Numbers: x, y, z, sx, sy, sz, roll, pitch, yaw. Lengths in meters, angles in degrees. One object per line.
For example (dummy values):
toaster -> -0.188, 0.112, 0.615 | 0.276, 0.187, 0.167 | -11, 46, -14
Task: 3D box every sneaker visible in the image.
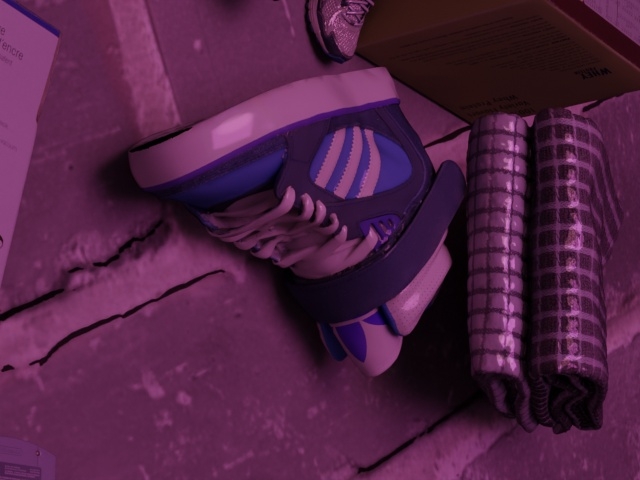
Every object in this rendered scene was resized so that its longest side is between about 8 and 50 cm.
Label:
sneaker -> 0.000, 0.000, 1.418 | 0.323, 0.130, 0.236 | -21, 93, -58
sneaker -> 0.027, -0.218, 1.571 | 0.052, 0.058, 0.135 | 25, 62, -46

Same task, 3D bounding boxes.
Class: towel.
towel -> 0.199, 0.035, 1.593 | 0.283, 0.121, 0.235 | 52, 37, -70

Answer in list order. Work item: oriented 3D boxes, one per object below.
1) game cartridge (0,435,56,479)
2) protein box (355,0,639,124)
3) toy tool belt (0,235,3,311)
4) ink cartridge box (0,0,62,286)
game cartridge -> -0.209, 0.157, 1.206 | 0.083, 0.017, 0.056 | 19, 70, -48
protein box -> 0.168, -0.214, 1.634 | 0.201, 0.200, 0.136 | 26, 61, -46
toy tool belt -> -0.218, 0.035, 1.104 | 0.051, 0.052, 0.083 | 84, 25, -54
ink cartridge box -> -0.309, -0.057, 1.096 | 0.304, 0.072, 0.307 | 33, 54, -42
